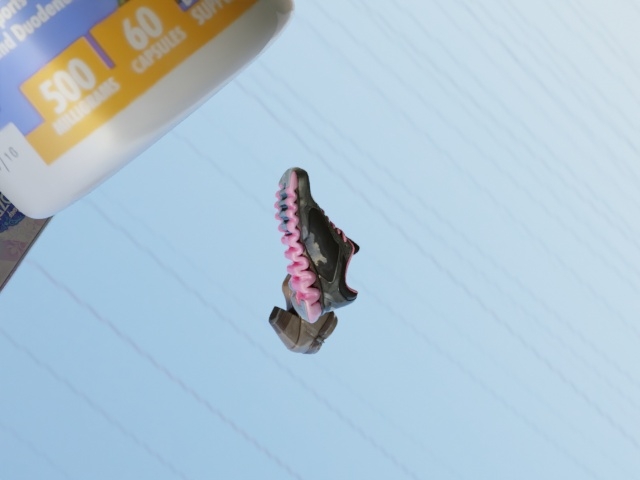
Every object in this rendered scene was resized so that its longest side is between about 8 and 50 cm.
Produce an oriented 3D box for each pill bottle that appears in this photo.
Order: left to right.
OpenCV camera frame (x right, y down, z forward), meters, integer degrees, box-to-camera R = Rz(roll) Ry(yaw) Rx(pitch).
[{"bbox_3d":[-0.147,-0.156,0.504,0.272,0.152,0.152,51,-153,-13],"label":"pill bottle"}]

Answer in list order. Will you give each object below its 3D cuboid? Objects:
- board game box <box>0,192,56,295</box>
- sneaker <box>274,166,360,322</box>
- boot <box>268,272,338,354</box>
[{"bbox_3d":[-0.390,-0.019,0.926,0.318,0.066,0.319,35,-143,-10],"label":"board game box"},{"bbox_3d":[0.000,0.000,0.936,0.047,0.057,0.119,-149,48,-72],"label":"sneaker"},{"bbox_3d":[-0.009,0.075,1.438,0.087,0.118,0.042,35,180,-42],"label":"boot"}]
